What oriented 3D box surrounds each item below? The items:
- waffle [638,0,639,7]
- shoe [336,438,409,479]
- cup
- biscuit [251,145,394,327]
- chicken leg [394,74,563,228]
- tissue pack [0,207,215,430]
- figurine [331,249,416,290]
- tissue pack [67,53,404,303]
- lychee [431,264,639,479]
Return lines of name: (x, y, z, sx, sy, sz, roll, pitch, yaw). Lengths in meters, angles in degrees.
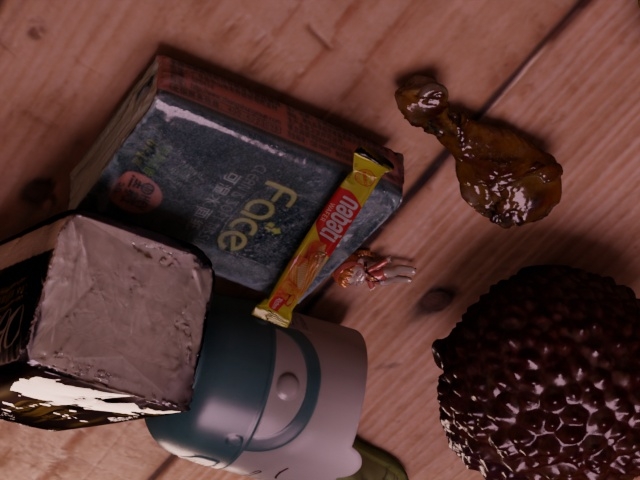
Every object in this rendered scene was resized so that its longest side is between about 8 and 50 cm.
waffle: (0.468, -0.245, 1.543, 0.302, 0.068, 0.325, -21, 123, 8)
shoe: (0.020, 0.357, 2.212, 0.140, 0.128, 0.262, -13, 138, 32)
cup: (-0.099, 0.191, 1.943, 0.257, 0.219, 0.289, 18, 167, -23)
biscuit: (0.000, 0.000, 1.692, 0.048, 0.026, 0.292, 28, 131, -5)
chicken leg: (0.176, -0.103, 1.713, 0.107, 0.087, 0.251, -44, 122, 11)
tissue pack: (-0.301, 0.099, 1.731, 0.210, 0.198, 0.370, 17, 161, -29)
figurine: (0.065, 0.038, 1.888, 0.109, 0.047, 0.064, 4, 132, -24)
tissue pack: (-0.096, -0.065, 1.707, 0.315, 0.103, 0.228, 21, 135, -25)
lychee: (0.292, 0.175, 1.863, 0.330, 0.306, 0.306, 20, 145, 21)
